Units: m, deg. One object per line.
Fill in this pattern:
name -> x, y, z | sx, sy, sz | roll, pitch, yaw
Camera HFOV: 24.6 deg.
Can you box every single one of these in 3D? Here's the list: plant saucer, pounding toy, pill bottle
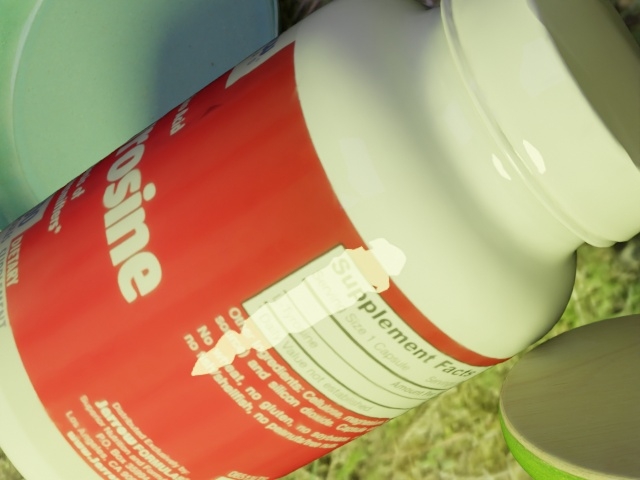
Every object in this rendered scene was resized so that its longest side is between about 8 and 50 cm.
plant saucer -> -0.150, -0.129, 1.117 | 0.317, 0.043, 0.318 | -7, 77, 33
pounding toy -> 0.213, 0.126, 0.761 | 0.236, 0.183, 0.110 | 5, 116, 28
pill bottle -> 0.000, 0.000, 0.872 | 0.407, 0.229, 0.229 | -32, 64, 25
